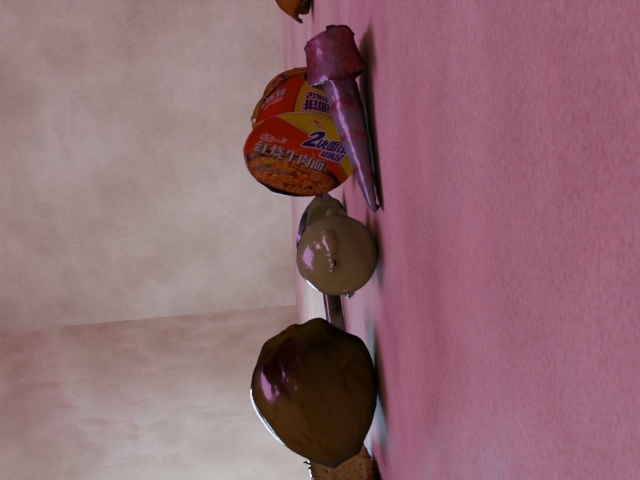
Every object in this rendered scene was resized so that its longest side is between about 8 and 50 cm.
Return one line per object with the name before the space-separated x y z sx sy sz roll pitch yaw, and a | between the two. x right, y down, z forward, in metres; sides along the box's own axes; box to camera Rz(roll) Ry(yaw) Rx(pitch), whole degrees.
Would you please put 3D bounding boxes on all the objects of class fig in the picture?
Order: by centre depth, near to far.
fig | -0.004 0.281 1.389 0.239 0.239 0.271 -138 28 -83

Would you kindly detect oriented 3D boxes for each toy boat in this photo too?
toy boat | 0.051 -0.179 1.198 0.206 0.096 0.282 29 -136 -88

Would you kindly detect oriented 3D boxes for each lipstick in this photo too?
lipstick | 0.032 0.160 1.868 0.051 0.051 0.312 107 156 -75

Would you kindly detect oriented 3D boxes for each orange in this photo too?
orange | -0.072 -0.651 1.966 0.160 0.112 0.170 -105 22 -67

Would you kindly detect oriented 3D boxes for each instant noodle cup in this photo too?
instant noodle cup | -0.036 -0.214 1.453 0.213 0.213 0.174 90 -179 -48

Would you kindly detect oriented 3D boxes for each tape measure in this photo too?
tape measure | 0.000 0.000 1.664 0.175 0.106 0.200 98 175 -69

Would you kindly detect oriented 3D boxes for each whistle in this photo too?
whistle | 0.022 0.018 1.310 0.294 0.141 0.141 -128 34 -84

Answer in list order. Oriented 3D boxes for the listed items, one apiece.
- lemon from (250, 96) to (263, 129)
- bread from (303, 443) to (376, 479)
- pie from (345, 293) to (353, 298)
lemon | -0.103 -0.328 2.107 0.178 0.203 0.179 0 90 60
bread | 0.040 0.493 1.525 0.229 0.143 0.140 -107 13 -78
pie | 0.058 0.083 1.635 0.085 0.017 0.085 175 90 -85
